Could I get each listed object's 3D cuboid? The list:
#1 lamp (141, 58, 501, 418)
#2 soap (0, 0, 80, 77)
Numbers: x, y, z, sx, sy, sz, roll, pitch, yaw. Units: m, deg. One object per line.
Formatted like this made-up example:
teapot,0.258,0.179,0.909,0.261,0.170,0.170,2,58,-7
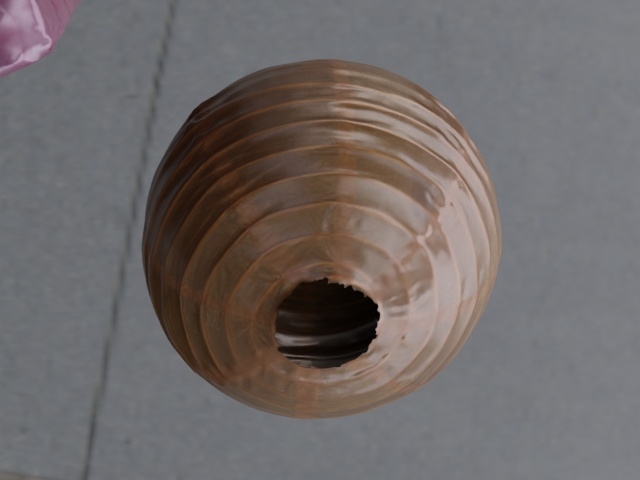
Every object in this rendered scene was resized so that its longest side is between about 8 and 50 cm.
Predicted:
lamp,0.000,0.000,0.735,0.136,0.136,0.136,0,90,-42
soap,-0.264,-0.077,0.705,0.359,0.233,0.128,-22,108,6
